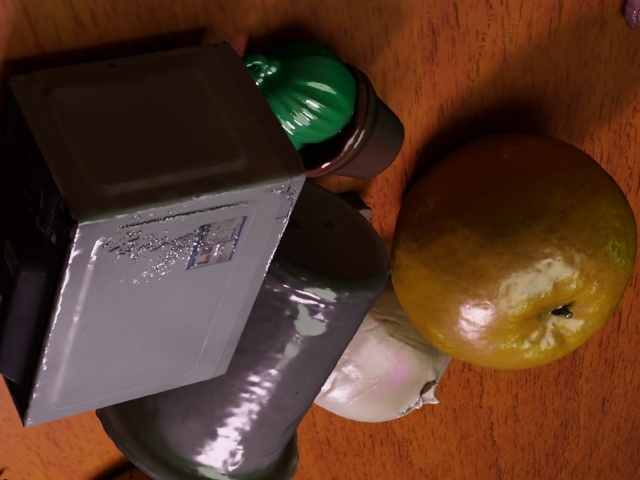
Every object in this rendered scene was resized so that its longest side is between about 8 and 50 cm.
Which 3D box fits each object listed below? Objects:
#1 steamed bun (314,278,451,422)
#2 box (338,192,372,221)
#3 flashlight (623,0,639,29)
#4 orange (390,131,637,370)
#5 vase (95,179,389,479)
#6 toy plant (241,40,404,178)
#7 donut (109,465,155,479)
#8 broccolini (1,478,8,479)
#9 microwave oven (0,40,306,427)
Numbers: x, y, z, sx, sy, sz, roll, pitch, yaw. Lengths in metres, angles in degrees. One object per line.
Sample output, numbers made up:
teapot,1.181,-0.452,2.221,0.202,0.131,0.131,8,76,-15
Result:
steamed bun,0.064,0.142,1.900,0.170,0.152,0.239,-45,153,22
box,0.000,0.000,1.730,0.091,0.031,0.126,-16,150,-28
flashlight,0.333,-0.257,1.642,0.052,0.031,0.110,-27,153,-10
orange,0.210,0.009,1.750,0.279,0.235,0.279,-16,137,-15
vase,-0.064,0.095,1.619,0.245,0.245,0.291,-1,136,-45
toy plant,-0.016,-0.118,1.451,0.200,0.105,0.143,25,135,-39
donut,-0.221,0.371,2.056,0.272,0.107,0.272,-22,147,-16
broccolini,-0.419,0.346,1.872,0.052,0.054,0.194,9,134,-26
microwave oven,-0.173,-0.010,1.369,0.237,0.181,0.295,-12,147,-29
